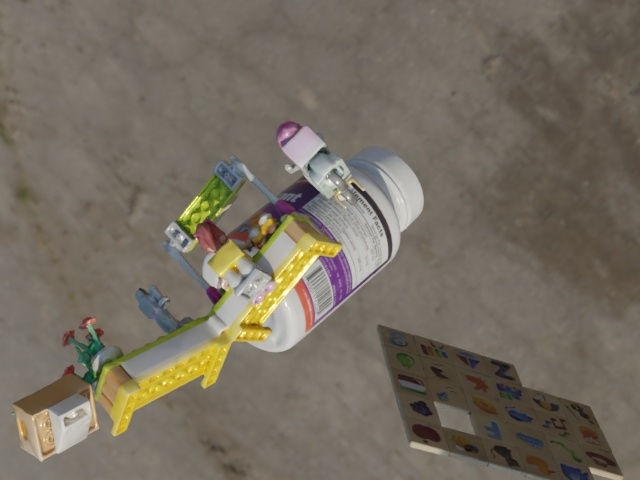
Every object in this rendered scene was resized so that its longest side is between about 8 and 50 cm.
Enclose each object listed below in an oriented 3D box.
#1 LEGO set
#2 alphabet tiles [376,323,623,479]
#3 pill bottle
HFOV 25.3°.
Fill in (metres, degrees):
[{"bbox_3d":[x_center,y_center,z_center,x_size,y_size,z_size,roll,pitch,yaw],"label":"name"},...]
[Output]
[{"bbox_3d":[-0.102,0.029,0.976,0.107,0.287,0.132,45,172,22],"label":"LEGO set"},{"bbox_3d":[0.176,0.168,1.388,0.237,0.198,0.009,18,115,-16],"label":"alphabet tiles"},{"bbox_3d":[0.000,0.000,1.227,0.108,0.193,0.108,30,141,28],"label":"pill bottle"}]
